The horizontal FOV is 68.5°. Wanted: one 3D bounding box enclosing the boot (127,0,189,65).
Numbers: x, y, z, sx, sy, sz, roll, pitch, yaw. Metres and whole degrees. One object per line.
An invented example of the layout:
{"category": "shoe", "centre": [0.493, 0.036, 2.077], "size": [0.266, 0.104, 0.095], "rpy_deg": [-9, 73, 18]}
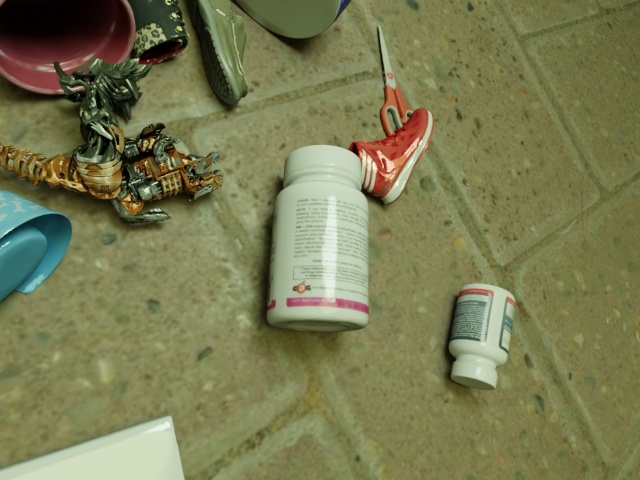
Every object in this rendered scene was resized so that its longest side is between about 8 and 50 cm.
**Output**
{"category": "boot", "centre": [-0.244, -0.417, 0.782], "size": [0.236, 0.085, 0.179], "rpy_deg": [-23, 89, 8]}

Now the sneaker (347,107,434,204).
{"category": "sneaker", "centre": [0.135, -0.194, 0.931], "size": [0.128, 0.087, 0.221], "rpy_deg": [29, 71, -15]}

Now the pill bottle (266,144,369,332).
{"category": "pill bottle", "centre": [0.000, 0.000, 0.772], "size": [0.160, 0.160, 0.283], "rpy_deg": [10, 71, -23]}

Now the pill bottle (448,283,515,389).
{"category": "pill bottle", "centre": [0.304, 0.184, 0.896], "size": [0.108, 0.108, 0.180], "rpy_deg": [27, 65, -17]}

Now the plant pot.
{"category": "plant pot", "centre": [-0.401, -0.346, 0.675], "size": [0.201, 0.201, 0.180], "rpy_deg": [-26, 71, -30]}

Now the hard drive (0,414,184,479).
{"category": "hard drive", "centre": [-0.334, 0.382, 0.557], "size": [0.353, 0.047, 0.233], "rpy_deg": [-10, 80, -28]}

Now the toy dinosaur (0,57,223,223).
{"category": "toy dinosaur", "centre": [-0.303, -0.133, 0.680], "size": [0.322, 0.164, 0.218], "rpy_deg": [-3, 92, -49]}

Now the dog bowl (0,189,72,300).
{"category": "dog bowl", "centre": [-0.435, 0.058, 0.547], "size": [0.074, 0.166, 0.297], "rpy_deg": [37, 62, 2]}

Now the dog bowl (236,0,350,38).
{"category": "dog bowl", "centre": [-0.056, -0.507, 0.839], "size": [0.265, 0.265, 0.104], "rpy_deg": [36, 65, -12]}

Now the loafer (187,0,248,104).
{"category": "loafer", "centre": [-0.167, -0.364, 0.838], "size": [0.087, 0.094, 0.251], "rpy_deg": [-13, 81, -25]}

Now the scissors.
{"category": "scissors", "centre": [0.148, -0.343, 1.029], "size": [0.109, 0.021, 0.297], "rpy_deg": [-18, 85, -27]}
